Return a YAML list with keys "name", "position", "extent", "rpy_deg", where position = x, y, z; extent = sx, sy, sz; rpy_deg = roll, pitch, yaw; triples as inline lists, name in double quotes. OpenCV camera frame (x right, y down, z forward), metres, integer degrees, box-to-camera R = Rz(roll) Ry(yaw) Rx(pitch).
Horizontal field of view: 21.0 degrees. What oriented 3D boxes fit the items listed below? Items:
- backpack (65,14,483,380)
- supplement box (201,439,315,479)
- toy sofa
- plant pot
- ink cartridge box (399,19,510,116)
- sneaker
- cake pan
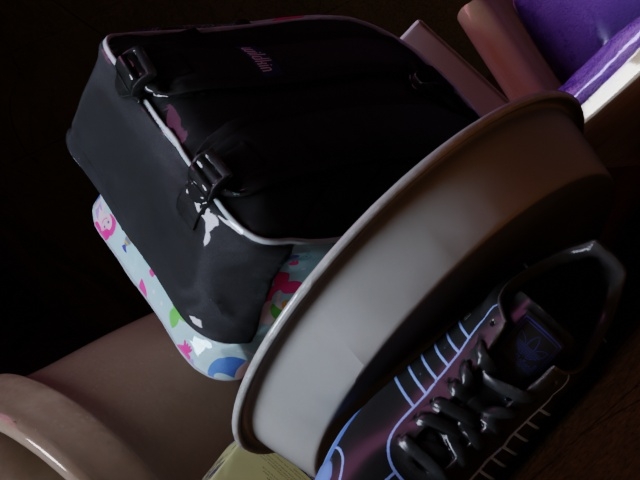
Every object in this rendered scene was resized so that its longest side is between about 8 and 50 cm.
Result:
- name: "backpack"
  position: [-0.014, -0.038, 1.129]
  extent: [0.253, 0.225, 0.191]
  rpy_deg: [-16, -36, -34]
- name: "supplement box"
  position: [-0.048, 0.195, 1.262]
  extent: [0.083, 0.083, 0.056]
  rpy_deg: [-51, 3, -35]
- name: "toy sofa"
  position: [0.246, -0.202, 1.106]
  extent: [0.177, 0.150, 0.362]
  rpy_deg: [-8, -29, -46]
- name: "plant pot"
  position: [-0.163, 0.179, 1.486]
  extent: [0.229, 0.263, 0.263]
  rpy_deg: [-44, 1, -35]
- name: "ink cartridge box"
  position: [0.043, 0.001, 1.410]
  extent: [0.198, 0.197, 0.270]
  rpy_deg: [-49, 3, -38]
- name: "sneaker"
  position: [0.080, 0.084, 0.927]
  extent: [0.232, 0.081, 0.090]
  rpy_deg: [-47, -4, -28]
- name: "cake pan"
  position: [0.072, 0.038, 1.042]
  extent: [0.293, 0.054, 0.293]
  rpy_deg: [-40, -20, -18]
